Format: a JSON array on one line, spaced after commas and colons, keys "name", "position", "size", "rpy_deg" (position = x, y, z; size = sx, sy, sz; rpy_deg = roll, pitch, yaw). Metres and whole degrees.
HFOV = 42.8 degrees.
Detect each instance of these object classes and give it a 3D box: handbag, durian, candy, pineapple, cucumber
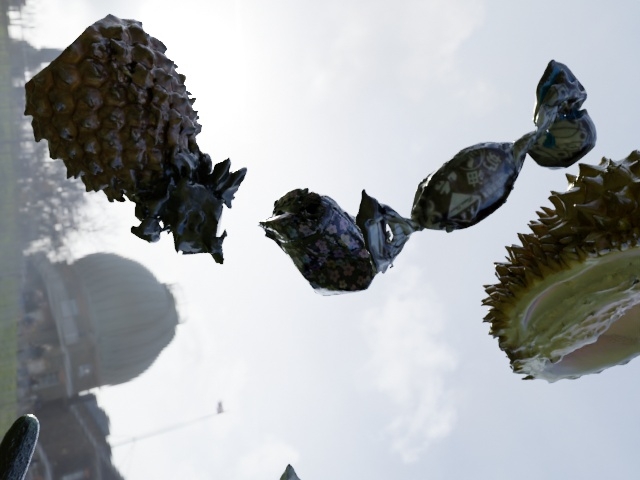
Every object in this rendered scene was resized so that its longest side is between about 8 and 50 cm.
[{"name": "handbag", "position": [0.000, 0.000, 1.447], "size": [0.208, 0.127, 0.229], "rpy_deg": [49, -25, -16]}, {"name": "durian", "position": [0.245, 0.026, 0.720], "size": [0.249, 0.183, 0.138], "rpy_deg": [-54, -128, 34]}, {"name": "candy", "position": [0.124, -0.056, 0.664], "size": [0.094, 0.226, 0.051], "rpy_deg": [53, -1, -16]}, {"name": "pineapple", "position": [-0.227, -0.113, 1.120], "size": [0.357, 0.223, 0.223], "rpy_deg": [50, -36, 3]}, {"name": "cucumber", "position": [-0.608, 0.450, 1.573], "size": [0.074, 0.074, 0.241], "rpy_deg": [-30, -141, 57]}]

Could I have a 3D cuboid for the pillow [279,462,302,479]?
[{"name": "pillow", "position": [0.056, 0.277, 0.574], "size": [0.254, 0.144, 0.078], "rpy_deg": [23, -28, 12]}]
